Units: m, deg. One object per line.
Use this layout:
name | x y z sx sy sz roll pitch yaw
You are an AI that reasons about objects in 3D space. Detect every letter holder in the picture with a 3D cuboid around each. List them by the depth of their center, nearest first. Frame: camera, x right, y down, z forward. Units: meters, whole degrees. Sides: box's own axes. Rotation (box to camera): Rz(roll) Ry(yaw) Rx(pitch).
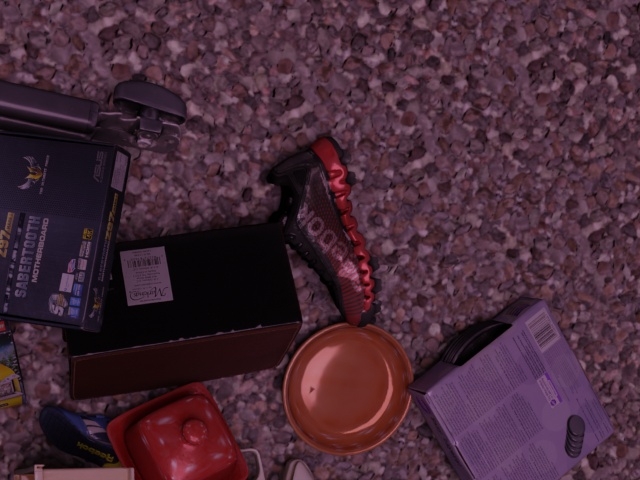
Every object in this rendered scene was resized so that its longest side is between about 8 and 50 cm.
letter holder | -0.199 0.102 1.667 0.302 0.214 0.152 -8 68 -14

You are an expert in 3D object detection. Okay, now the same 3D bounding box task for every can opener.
can opener | -0.320 -0.178 1.633 0.283 0.076 0.095 12 62 -17

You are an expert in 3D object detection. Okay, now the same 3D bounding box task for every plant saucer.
plant saucer | 0.038 0.214 1.795 0.200 0.037 0.200 -2 98 -15

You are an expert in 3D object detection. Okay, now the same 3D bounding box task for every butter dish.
butter dish | -0.180 0.270 1.641 0.160 0.118 0.160 -22 76 -28

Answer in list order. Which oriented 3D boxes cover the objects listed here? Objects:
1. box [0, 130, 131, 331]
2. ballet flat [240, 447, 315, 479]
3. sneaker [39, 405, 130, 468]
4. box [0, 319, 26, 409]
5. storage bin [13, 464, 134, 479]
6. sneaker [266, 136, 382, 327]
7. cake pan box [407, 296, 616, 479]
box | -0.346 -0.013 1.520 0.183 0.059 0.232 8 83 15
ballet flat | -0.088 0.364 1.754 0.342 0.116 0.124 15 74 -14
sneaker | -0.319 0.267 1.693 0.144 0.059 0.053 30 118 -7
box | -0.507 0.176 1.582 0.233 0.044 0.159 -12 139 -15
storage bin | -0.319 0.419 1.567 0.123 0.262 0.260 2 78 -20
sneaker | 0.000 0.000 1.723 0.135 0.097 0.276 -18 100 -13
cake pan box | 0.286 0.251 1.838 0.246 0.070 0.267 -37 107 -20
